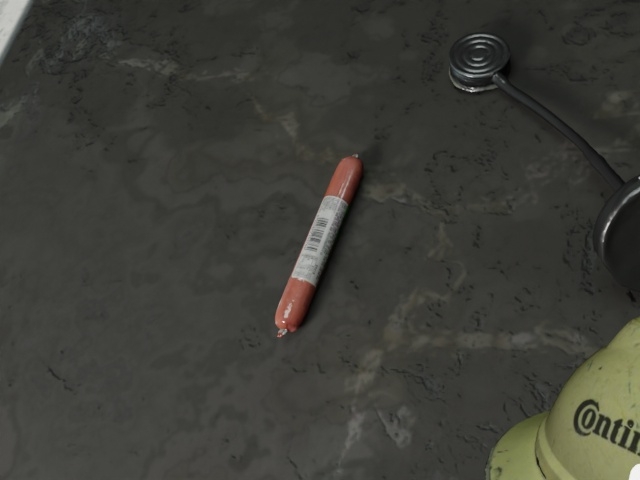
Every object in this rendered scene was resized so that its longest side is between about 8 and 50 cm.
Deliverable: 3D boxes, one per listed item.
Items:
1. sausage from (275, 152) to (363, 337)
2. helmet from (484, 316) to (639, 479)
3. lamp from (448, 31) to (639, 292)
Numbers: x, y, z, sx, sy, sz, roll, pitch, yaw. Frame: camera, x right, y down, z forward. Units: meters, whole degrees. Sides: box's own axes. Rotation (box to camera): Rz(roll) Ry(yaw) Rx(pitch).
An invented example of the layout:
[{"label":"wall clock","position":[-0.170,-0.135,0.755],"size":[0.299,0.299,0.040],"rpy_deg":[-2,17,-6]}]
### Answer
[{"label":"sausage","position":[0.000,0.000,0.910],"size":[0.029,0.029,0.223],"rpy_deg":[8,60,27]},{"label":"helmet","position":[0.243,0.117,0.608],"size":[0.257,0.137,0.204],"rpy_deg":[11,23,29]},{"label":"lamp","position":[0.230,-0.116,0.845],"size":[0.130,0.108,0.371],"rpy_deg":[-23,50,2]}]
